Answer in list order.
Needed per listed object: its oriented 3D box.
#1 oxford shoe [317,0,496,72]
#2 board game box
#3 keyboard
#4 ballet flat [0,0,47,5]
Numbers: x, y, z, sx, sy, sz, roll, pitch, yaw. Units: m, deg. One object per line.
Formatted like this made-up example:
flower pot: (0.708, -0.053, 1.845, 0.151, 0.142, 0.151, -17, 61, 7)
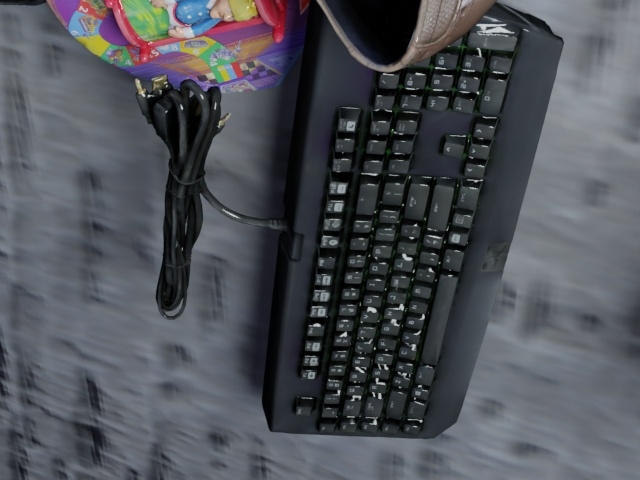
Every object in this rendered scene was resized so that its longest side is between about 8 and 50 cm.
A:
oxford shoe: (-0.013, -0.233, 0.522, 0.130, 0.133, 0.364, -11, 120, 38)
board game box: (-0.057, -0.118, 0.687, 0.133, 0.033, 0.169, 17, 140, -20)
keyboard: (0.000, 0.000, 0.753, 0.201, 0.033, 0.317, 7, 134, -1)
ballet flat: (-0.206, -0.153, 0.758, 0.203, 0.074, 0.074, 6, 130, 27)
